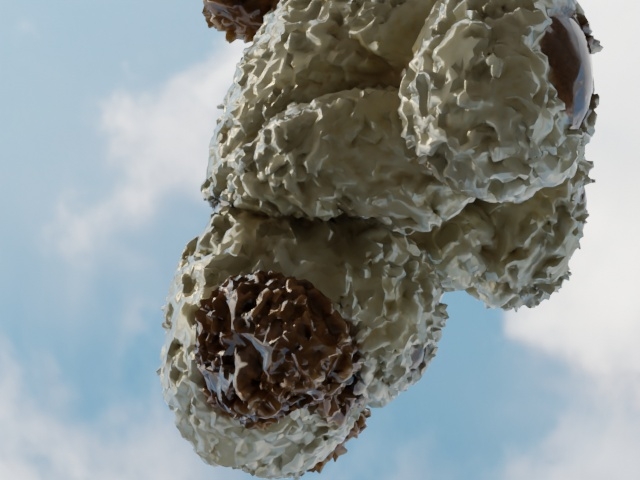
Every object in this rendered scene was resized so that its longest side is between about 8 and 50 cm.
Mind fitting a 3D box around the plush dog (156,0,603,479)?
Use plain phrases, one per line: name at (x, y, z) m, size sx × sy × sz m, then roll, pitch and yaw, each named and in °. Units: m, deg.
plush dog at (0.000, 0.000, 0.732) m, size 0.211 × 0.262 × 0.225 m, roll 22°, pitch -103°, yaw 13°
